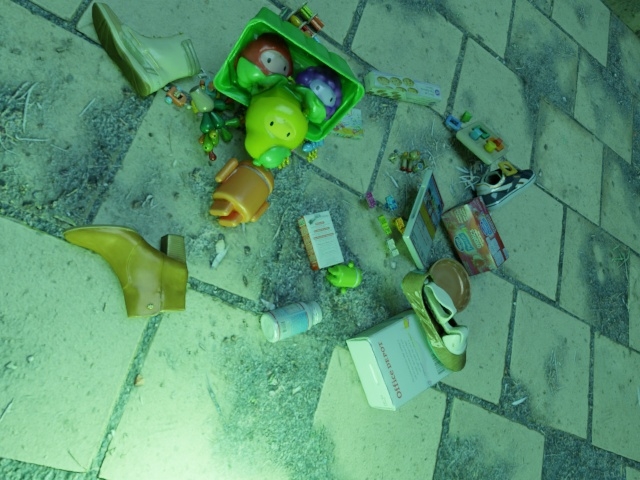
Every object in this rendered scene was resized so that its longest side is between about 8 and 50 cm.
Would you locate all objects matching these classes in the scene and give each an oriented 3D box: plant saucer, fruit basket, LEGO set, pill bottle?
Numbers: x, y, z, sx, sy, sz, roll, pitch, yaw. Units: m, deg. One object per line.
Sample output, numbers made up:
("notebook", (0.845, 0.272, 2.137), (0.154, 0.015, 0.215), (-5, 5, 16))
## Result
("plant saucer", (0.451, 0.162, 1.685), (0.200, 0.037, 0.199), (8, 74, -27))
("fruit basket", (-0.095, -0.393, 1.300), (0.392, 0.283, 0.392), (24, 47, -27))
("LEGO set", (0.229, -0.070, 1.597), (0.087, 0.093, 0.227), (-24, 96, -1))
("pill bottle", (-0.079, 0.222, 1.332), (0.160, 0.087, 0.087), (-13, 84, -32))

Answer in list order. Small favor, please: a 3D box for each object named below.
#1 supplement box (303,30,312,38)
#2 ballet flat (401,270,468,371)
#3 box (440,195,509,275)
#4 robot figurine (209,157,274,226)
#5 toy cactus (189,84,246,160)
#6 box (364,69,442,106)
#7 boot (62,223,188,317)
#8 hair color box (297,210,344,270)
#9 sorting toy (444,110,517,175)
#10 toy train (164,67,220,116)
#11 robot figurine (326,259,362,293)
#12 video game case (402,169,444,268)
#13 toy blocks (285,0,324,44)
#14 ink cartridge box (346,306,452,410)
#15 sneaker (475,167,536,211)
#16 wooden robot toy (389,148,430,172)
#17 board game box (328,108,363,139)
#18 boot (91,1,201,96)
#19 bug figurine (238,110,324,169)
("supplement box", (-0.110, -0.587, 1.529), (0.233, 0.080, 0.078), (-41, 100, -30))
("ballet flat", (0.366, 0.237, 1.415), (0.116, 0.124, 0.342), (-26, 89, -34))
("box", (0.562, -0.016, 1.733), (0.128, 0.123, 0.256), (-27, 92, -46))
("robot figurine", (-0.213, -0.139, 1.323), (0.158, 0.128, 0.219), (35, 62, -3))
("toy cactus", (-0.293, -0.345, 1.321), (0.180, 0.112, 0.219), (56, 47, -41))
("box", (0.311, -0.565, 1.774), (0.324, 0.063, 0.067), (2, 78, -30))
("boot", (-0.461, 0.079, 1.139), (0.295, 0.104, 0.211), (8, 73, -33))
("hair color box", (0.000, 0.000, 1.456), (0.093, 0.053, 0.167), (-14, 86, -31))
("sorting toy", (0.649, -0.395, 1.866), (0.347, 0.047, 0.196), (46, 49, 13))
("toy train", (-0.358, -0.431, 1.362), (0.125, 0.046, 0.166), (44, 61, -14))
("robot figurine", (0.078, 0.110, 1.464), (0.115, 0.067, 0.101), (8, 101, -29))
("video game case", (0.362, -0.072, 1.640), (0.204, 0.025, 0.285), (54, 52, -47))
("toy blocks", (-0.032, -0.727, 1.622), (0.148, 0.054, 0.123), (45, 60, -13))
("ink cartridge box", (0.261, 0.349, 1.472), (0.306, 0.131, 0.226), (-18, 86, -31))
("sneaker", (0.746, -0.240, 1.906), (0.321, 0.126, 0.127), (-32, 100, -31))
("wooden robot toy", (0.337, -0.291, 1.710), (0.173, 0.079, 0.076), (12, 72, -27))
("board game box", (0.072, -0.404, 1.616), (0.154, 0.026, 0.103), (1, 76, -30))
("boot", (-0.470, -0.542, 1.298), (0.203, 0.095, 0.262), (-37, 95, -33))
("bug figurine", (-0.112, -0.354, 1.470), (0.216, 0.072, 0.279), (-43, 101, -31))
